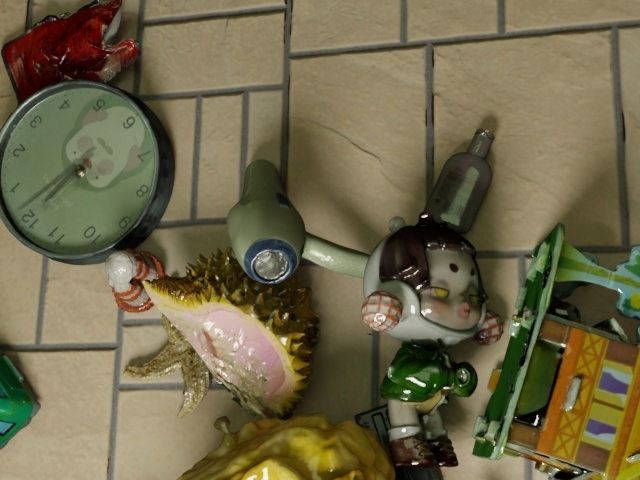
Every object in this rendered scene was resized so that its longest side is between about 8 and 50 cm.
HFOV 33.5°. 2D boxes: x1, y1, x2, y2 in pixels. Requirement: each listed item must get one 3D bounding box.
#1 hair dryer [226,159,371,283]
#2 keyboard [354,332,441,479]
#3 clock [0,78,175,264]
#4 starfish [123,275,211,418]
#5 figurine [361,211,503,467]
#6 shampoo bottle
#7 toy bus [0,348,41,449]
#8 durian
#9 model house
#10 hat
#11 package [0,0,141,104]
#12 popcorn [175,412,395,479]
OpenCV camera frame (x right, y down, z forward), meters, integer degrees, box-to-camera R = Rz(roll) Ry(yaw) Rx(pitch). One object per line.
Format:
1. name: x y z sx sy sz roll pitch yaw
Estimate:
1. hair dryer: -0.030 -0.025 1.666 0.119 0.298 0.296 -60 40 25
2. keyboard: 0.116 0.326 1.588 0.103 0.041 0.381 -21 78 8
3. clock: -0.408 -0.117 1.805 0.319 0.066 0.318 -1 84 11
4. starfish: -0.199 0.163 1.712 0.277 0.062 0.235 -12 67 16
5. figurine: 0.148 0.137 1.524 0.167 0.281 0.370 -12 73 45
6. shampoo bottle: 0.226 -0.095 1.662 0.080 0.040 0.165 22 82 21
7. toy bus: -0.646 0.313 1.712 0.343 0.199 0.183 -44 70 3
8. durian: -0.098 0.105 1.642 0.305 0.185 0.196 40 48 14
9. model house: 0.407 0.177 1.480 0.313 0.242 0.357 18 79 2
10. hat: -0.311 0.052 1.706 0.094 0.162 0.112 -18 76 7
11. package: -0.446 -0.329 1.893 0.269 0.071 0.194 -23 64 11
12. popcorn: -0.034 0.415 1.470 0.349 0.349 0.381 -25 92 8
